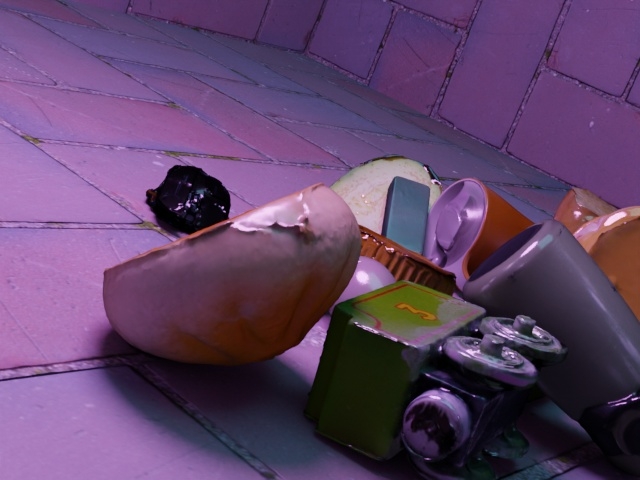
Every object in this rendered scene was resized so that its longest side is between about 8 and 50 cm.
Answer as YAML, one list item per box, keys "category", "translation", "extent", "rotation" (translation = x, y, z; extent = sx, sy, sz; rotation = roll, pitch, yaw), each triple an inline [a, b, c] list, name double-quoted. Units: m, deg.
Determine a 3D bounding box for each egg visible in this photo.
- category: "egg"
  translation: [0.060, 0.082, 1.438]
  extent: [0.103, 0.103, 0.135]
  rotation: [11, 45, -35]

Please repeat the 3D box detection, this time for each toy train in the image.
- category: "toy train"
  translation: [0.129, 0.154, 1.197]
  extent: [0.249, 0.173, 0.307]
  rotation: [21, 14, 22]

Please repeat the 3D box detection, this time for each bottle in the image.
- category: "bottle"
  translation: [0.347, 0.147, 1.353]
  extent: [0.347, 0.168, 0.168]
  rotation: [50, 18, 1]

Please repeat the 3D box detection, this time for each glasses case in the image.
- category: "glasses case"
  translation: [0.157, -0.038, 1.944]
  extent: [0.077, 0.039, 0.184]
  rotation: [18, 47, -7]

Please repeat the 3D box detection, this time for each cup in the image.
- category: "cup"
  translation: [0.322, 0.026, 1.920]
  extent: [0.264, 0.182, 0.226]
  rotation: [24, 48, -27]

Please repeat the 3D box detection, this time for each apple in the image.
- category: "apple"
  translation: [0.610, 0.035, 2.246]
  extent: [0.251, 0.163, 0.293]
  rotation: [21, 26, -35]

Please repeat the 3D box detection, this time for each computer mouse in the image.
- category: "computer mouse"
  translation: [-0.203, -0.070, 1.664]
  extent: [0.146, 0.078, 0.242]
  rotation: [17, 16, -10]

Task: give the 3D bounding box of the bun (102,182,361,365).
- category: "bun"
  translation: [-0.085, 0.055, 1.153]
  extent: [0.165, 0.299, 0.299]
  rotation: [67, 19, -3]

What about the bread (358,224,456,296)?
- category: "bread"
  translation: [0.102, 0.055, 1.581]
  extent: [0.199, 0.104, 0.199]
  rotation: [28, 3, -2]

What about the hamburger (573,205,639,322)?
- category: "hamburger"
  translation: [0.544, 0.073, 1.852]
  extent: [0.276, 0.276, 0.237]
  rotation: [21, 3, -3]

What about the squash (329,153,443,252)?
- category: "squash"
  translation: [0.125, -0.084, 2.016]
  extent: [0.237, 0.155, 0.204]
  rotation: [26, 15, 3]

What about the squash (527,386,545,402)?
- category: "squash"
  translation: [0.295, 0.187, 1.471]
  extent: [0.068, 0.077, 0.219]
  rotation: [-19, -6, 35]
